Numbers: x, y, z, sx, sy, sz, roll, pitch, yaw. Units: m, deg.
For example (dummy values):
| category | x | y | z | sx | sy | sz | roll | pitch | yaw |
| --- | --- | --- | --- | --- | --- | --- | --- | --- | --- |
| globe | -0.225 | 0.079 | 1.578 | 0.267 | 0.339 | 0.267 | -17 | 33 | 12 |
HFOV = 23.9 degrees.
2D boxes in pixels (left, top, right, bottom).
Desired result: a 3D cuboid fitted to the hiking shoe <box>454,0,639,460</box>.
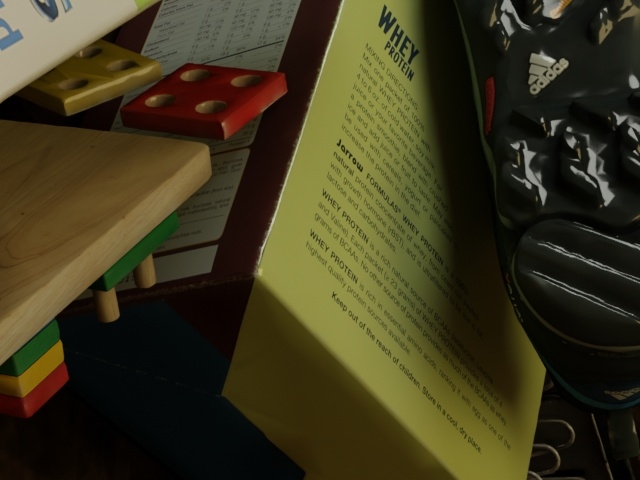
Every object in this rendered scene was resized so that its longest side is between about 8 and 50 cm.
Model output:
| category | x | y | z | sx | sy | sz | roll | pitch | yaw |
| --- | --- | --- | --- | --- | --- | --- | --- | --- | --- |
| hiking shoe | 0.105 | -0.069 | 0.656 | 0.132 | 0.113 | 0.304 | 82 | 10 | -58 |

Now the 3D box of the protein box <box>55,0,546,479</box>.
| category | x | y | z | sx | sy | sz | roll | pitch | yaw |
| --- | --- | --- | --- | --- | --- | --- | --- | --- | --- |
| protein box | 0.000 | 0.000 | 0.671 | 0.200 | 0.136 | 0.201 | 47 | 46 | -38 |

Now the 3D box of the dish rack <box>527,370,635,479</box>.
| category | x | y | z | sx | sy | sz | roll | pitch | yaw |
| --- | --- | --- | --- | --- | --- | --- | --- | --- | --- |
| dish rack | 0.099 | 0.173 | 0.811 | 0.271 | 0.074 | 0.208 | -39 | 112 | -58 |

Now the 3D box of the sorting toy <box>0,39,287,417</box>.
| category | x | y | z | sx | sy | sz | roll | pitch | yaw |
| --- | --- | --- | --- | --- | --- | --- | --- | --- | --- |
| sorting toy | -0.118 | 0.004 | 0.514 | 0.274 | 0.132 | 0.046 | -48 | 138 | -50 |

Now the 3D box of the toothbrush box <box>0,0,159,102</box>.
| category | x | y | z | sx | sy | sz | roll | pitch | yaw |
| --- | --- | --- | --- | --- | --- | --- | --- | --- | --- |
| toothbrush box | -0.110 | -0.111 | 0.471 | 0.122 | 0.206 | 0.283 | 60 | 37 | -12 |
